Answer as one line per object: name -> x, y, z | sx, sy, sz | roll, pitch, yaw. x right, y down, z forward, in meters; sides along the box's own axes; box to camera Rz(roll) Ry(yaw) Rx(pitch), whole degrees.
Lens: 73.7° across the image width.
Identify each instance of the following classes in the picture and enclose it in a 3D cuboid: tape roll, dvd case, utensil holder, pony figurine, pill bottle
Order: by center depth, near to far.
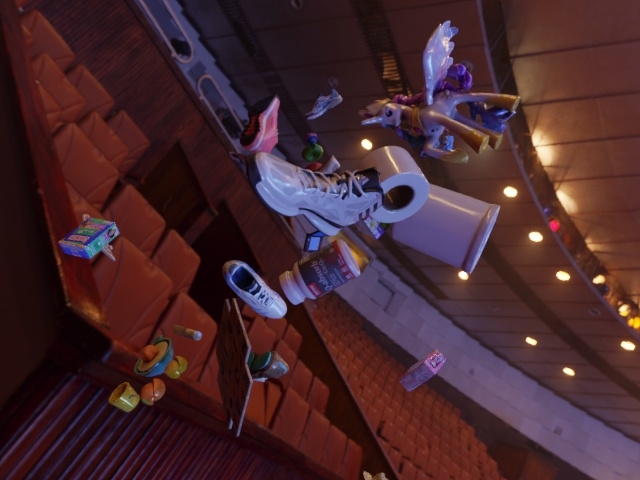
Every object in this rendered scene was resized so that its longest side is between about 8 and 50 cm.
pony figurine -> 0.330, -0.370, 1.166 | 0.363, 0.351, 0.303 | 29, -28, 27
dvd case -> -0.248, -0.254, 1.416 | 0.119, 0.013, 0.087 | 19, -28, 43
tape roll -> 0.267, -0.211, 1.623 | 0.246, 0.246, 0.169 | 61, 7, -48
utensil holder -> 0.566, -0.074, 1.947 | 0.385, 0.328, 0.328 | 25, -23, 22
pill bottle -> -0.005, 0.162, 2.110 | 0.210, 0.362, 0.210 | 58, 10, -16

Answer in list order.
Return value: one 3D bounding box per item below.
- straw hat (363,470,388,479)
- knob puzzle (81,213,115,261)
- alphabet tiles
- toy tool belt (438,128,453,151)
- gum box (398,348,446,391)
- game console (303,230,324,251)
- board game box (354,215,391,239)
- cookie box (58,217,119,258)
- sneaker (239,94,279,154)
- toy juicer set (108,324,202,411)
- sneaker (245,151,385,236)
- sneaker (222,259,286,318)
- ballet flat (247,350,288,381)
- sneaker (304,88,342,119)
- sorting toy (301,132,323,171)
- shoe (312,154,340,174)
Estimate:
straw hat -> 0.231, 0.935, 1.650 | 0.144, 0.061, 0.144 | 50, -2, 2
knob puzzle -> -0.863, -0.031, 1.656 | 0.213, 0.030, 0.213 | 53, -15, 21
alphabet tiles -> -0.241, 0.340, 1.164 | 0.285, 0.011, 0.343 | 58, -40, 46
toy tool belt -> 0.437, -0.340, 1.466 | 0.051, 0.052, 0.084 | -136, -138, -66
gum box -> 0.408, 0.517, 1.704 | 0.062, 0.107, 0.188 | 48, -47, 14
game console -> 0.000, 0.000, 1.662 | 0.071, 0.108, 0.122 | 15, 5, 30
board game box -> 0.293, -0.164, 2.083 | 0.142, 0.275, 0.144 | 29, -18, 53
cookie box -> -0.587, -0.008, 1.086 | 0.091, 0.107, 0.040 | 10, -47, 20
sneaker -> -0.220, -0.443, 1.687 | 0.115, 0.314, 0.136 | -7, -38, 31
toy juicer set -> -0.475, 0.347, 1.283 | 0.209, 0.329, 0.090 | -18, -60, 31
sneaker -> 0.017, -0.167, 1.173 | 0.257, 0.169, 0.447 | -26, -28, 27
sneaker -> -0.183, 0.148, 1.213 | 0.237, 0.085, 0.086 | 46, -10, -23
ballet flat -> -0.230, 0.497, 1.663 | 0.124, 0.116, 0.342 | 37, -36, -20
sneaker -> 0.002, -0.444, 1.386 | 0.058, 0.135, 0.052 | 56, 14, -20
sorting toy -> -0.032, -0.449, 2.461 | 0.366, 0.126, 0.126 | 85, -9, -57
shoe -> 0.000, -0.293, 1.915 | 0.058, 0.077, 0.219 | 37, -51, -21
